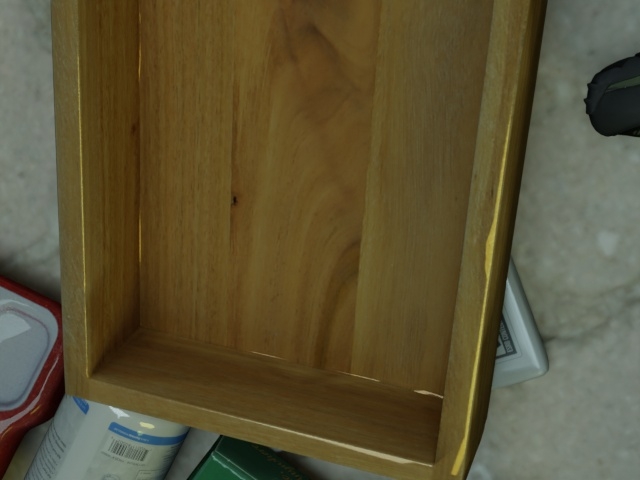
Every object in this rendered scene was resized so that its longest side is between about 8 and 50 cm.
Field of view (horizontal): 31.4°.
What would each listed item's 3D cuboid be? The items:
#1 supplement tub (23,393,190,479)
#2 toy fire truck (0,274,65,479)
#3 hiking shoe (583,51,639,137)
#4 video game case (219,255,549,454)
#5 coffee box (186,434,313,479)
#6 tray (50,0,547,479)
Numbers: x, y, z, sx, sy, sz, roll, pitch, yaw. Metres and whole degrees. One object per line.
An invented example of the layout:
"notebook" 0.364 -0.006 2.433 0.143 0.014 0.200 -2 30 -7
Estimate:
"supplement tub" -0.119 0.121 0.625 0.071 0.071 0.107 32 106 11
"toy fire truck" -0.311 0.092 0.651 0.302 0.169 0.254 25 81 12
"hiking shoe" 0.225 -0.028 0.487 0.226 0.086 0.114 7 97 15
"video game case" 0.000 0.000 0.596 0.183 0.023 0.201 -19 93 19
"coffee box" -0.056 0.201 0.621 0.113 0.040 0.184 34 110 0
"tray" -0.008 -0.102 0.483 0.202 0.076 0.411 11 116 16
